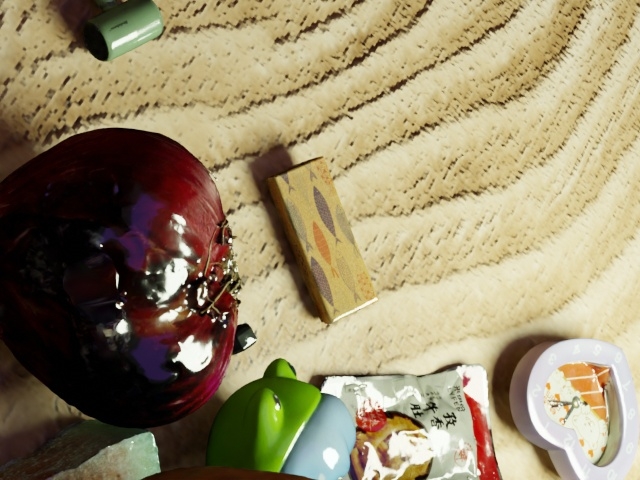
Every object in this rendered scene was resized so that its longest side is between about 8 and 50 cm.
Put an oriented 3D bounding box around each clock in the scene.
[{"bbox_3d":[0.307,0.195,1.648,0.198,0.064,0.172,47,60,-22],"label":"clock"}]

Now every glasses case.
[{"bbox_3d":[0.000,0.000,1.467,0.065,0.041,0.169,-25,99,-24],"label":"glasses case"}]

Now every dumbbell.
[{"bbox_3d":[-0.097,0.075,1.388,0.083,0.040,0.036,64,23,-12],"label":"dumbbell"}]

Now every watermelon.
[{"bbox_3d":[-0.264,0.262,1.222,0.241,0.094,0.154,-13,101,-35],"label":"watermelon"}]

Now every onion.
[{"bbox_3d":[-0.182,0.038,1.227,0.281,0.221,0.280,-3,102,-12],"label":"onion"}]

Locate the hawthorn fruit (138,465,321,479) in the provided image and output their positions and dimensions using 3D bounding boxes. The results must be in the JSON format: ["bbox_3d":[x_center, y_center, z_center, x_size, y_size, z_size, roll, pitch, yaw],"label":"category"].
[{"bbox_3d":[-0.033,0.359,1.100,0.403,0.403,0.402,6,80,-35],"label":"hawthorn fruit"}]

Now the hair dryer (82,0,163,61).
[{"bbox_3d":[-0.220,-0.254,1.343,0.071,0.047,0.150,-33,97,-33],"label":"hair dryer"}]

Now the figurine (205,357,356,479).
[{"bbox_3d":[-0.038,0.254,1.343,0.162,0.143,0.263,-49,138,-69],"label":"figurine"}]

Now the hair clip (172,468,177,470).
[{"bbox_3d":[-0.119,0.324,1.324,0.056,0.062,0.213,-26,98,-24],"label":"hair clip"}]

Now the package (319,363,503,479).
[{"bbox_3d":[0.101,0.219,1.516,0.239,0.030,0.154,-2,83,-35],"label":"package"}]
